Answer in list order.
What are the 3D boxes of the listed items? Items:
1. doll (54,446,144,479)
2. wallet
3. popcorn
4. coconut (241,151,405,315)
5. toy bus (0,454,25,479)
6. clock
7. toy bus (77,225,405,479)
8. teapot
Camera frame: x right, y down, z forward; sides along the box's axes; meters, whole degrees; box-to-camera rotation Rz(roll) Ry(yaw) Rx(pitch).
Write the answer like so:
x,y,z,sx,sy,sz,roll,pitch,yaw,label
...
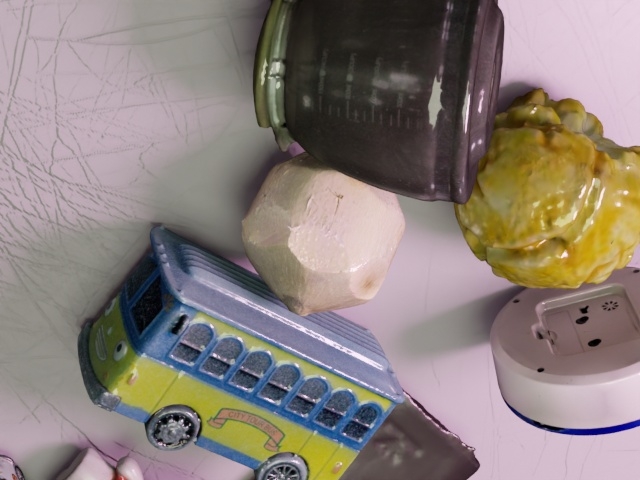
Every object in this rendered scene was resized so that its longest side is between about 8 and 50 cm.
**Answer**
x,y,z,sx,sy,sz,roll,pitch,yaw,label
-0.182,0.358,1.742,0.290,0.130,0.161,41,104,-10,doll
0.006,0.330,1.841,0.377,0.051,0.197,-41,118,8,wallet
0.246,-0.045,1.623,0.221,0.184,0.204,31,113,-29,popcorn
-0.002,-0.002,1.577,0.161,0.161,0.162,42,64,-30,coconut
-0.349,0.336,1.725,0.087,0.089,0.194,-24,121,-1,toy bus
0.305,0.117,1.697,0.230,0.230,0.083,-20,118,-3,clock
-0.087,0.138,1.649,0.312,0.152,0.190,27,109,-27,toy bus
0.053,-0.198,1.454,0.239,0.239,0.321,7,128,8,teapot
